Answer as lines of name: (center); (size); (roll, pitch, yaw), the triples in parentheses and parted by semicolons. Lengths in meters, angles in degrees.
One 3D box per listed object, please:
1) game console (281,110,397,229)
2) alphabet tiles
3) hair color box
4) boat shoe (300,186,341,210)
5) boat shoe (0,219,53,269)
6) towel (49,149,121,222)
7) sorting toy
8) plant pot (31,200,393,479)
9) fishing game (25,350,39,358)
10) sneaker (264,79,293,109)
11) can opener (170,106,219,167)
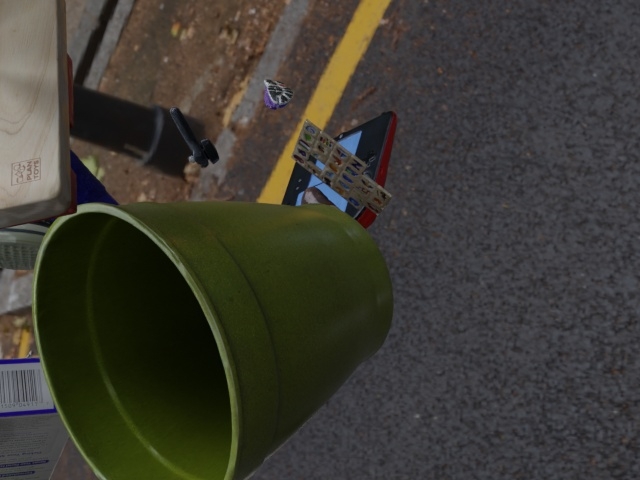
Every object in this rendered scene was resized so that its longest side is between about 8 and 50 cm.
game console: (0.027, -0.141, 2.047); (0.387, 0.060, 0.341); (-19, 50, 46)
alphabet tiles: (0.046, -0.145, 1.700); (0.009, 0.237, 0.198); (-52, -2, -20)
hair color box: (-0.521, 0.314, 1.305); (0.338, 0.185, 0.110); (-56, 42, 43)
boat shoe: (0.000, 0.000, 1.824); (0.123, 0.342, 0.123); (-26, 61, -10)
boat shoe: (-0.626, -0.055, 1.334); (0.501, 0.187, 0.155); (9, 75, 29)
towel: (-0.439, -0.024, 1.470); (0.228, 0.308, 0.076); (-12, 38, 41)
sorting toy: (-0.343, -0.092, 0.716); (0.256, 0.089, 0.257); (-12, 59, 0)
plant pot: (-0.103, 0.100, 0.996); (0.367, 0.353, 0.366); (14, 112, 38)
fishing game: (-0.592, 0.304, 1.684); (0.264, 0.041, 0.189); (-2, 53, 49)
sneaker: (-0.113, -0.369, 2.077); (0.170, 0.068, 0.071); (-112, 30, -66)
can opener: (-0.349, -0.277, 2.145); (0.073, 0.186, 0.059); (-39, 15, -21)
